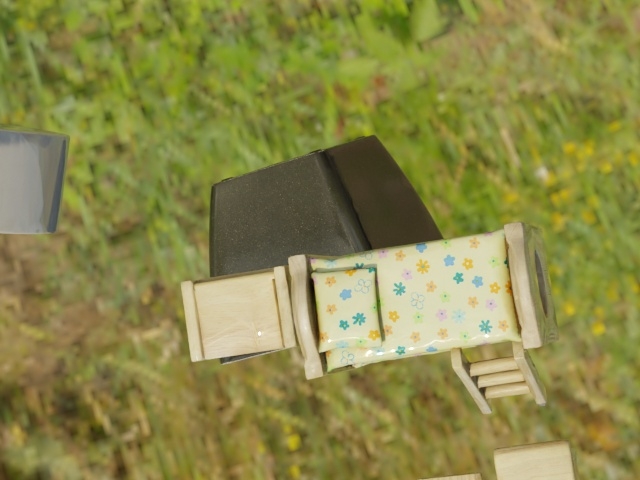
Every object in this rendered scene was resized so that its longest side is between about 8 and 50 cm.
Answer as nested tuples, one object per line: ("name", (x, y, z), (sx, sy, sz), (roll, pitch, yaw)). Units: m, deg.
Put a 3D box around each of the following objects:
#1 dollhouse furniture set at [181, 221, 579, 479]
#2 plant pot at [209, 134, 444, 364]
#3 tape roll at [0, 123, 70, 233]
("dollhouse furniture set", (0.024, 0.084, 0.888), (0.182, 0.161, 0.101), (-10, 177, 12))
("plant pot", (0.000, 0.000, 1.754), (0.188, 0.167, 0.187), (-15, -176, 28))
("tape roll", (-0.290, -0.054, 1.312), (0.219, 0.072, 0.219), (7, -176, -1))
